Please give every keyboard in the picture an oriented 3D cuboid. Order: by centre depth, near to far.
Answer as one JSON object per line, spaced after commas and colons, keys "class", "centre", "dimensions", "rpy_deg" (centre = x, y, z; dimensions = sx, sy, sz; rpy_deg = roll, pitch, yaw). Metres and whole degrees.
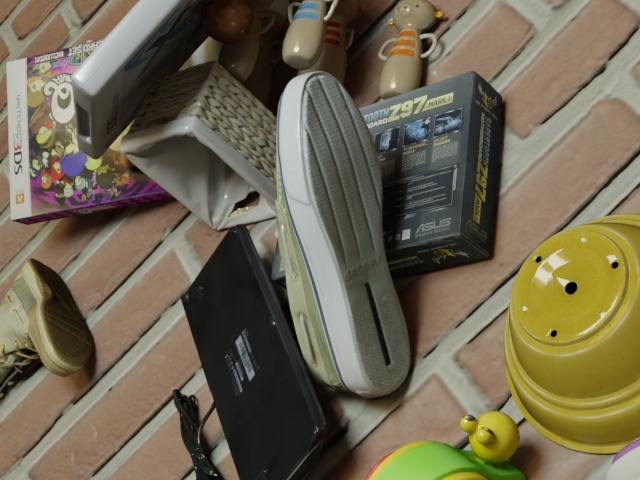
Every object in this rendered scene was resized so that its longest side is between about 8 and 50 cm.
{"class": "keyboard", "centre": [-0.085, 0.147, 1.270], "dimensions": [0.201, 0.033, 0.317], "rpy_deg": [-53, 37, 24]}

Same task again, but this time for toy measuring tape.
{"class": "toy measuring tape", "centre": [0.051, 0.272, 1.025], "dimensions": [0.330, 0.121, 0.121], "rpy_deg": [-55, 41, -1]}

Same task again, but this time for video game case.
{"class": "video game case", "centre": [-0.147, -0.244, 1.379], "dimensions": [0.329, 0.036, 0.300], "rpy_deg": [-51, 2, -12]}
{"class": "video game case", "centre": [-0.280, -0.139, 1.571], "dimensions": [0.232, 0.042, 0.210], "rpy_deg": [-9, 78, 22]}

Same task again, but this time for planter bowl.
{"class": "planter bowl", "centre": [0.221, 0.054, 1.029], "dimensions": [0.217, 0.090, 0.217], "rpy_deg": [-24, 49, 30]}

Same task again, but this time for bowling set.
{"class": "bowling set", "centre": [-0.028, -0.242, 1.376], "dimensions": [0.287, 0.200, 0.154], "rpy_deg": [-2, 62, 34]}

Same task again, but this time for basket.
{"class": "basket", "centre": [-0.115, -0.103, 1.394], "dimensions": [0.113, 0.167, 0.103], "rpy_deg": [-12, 50, 37]}

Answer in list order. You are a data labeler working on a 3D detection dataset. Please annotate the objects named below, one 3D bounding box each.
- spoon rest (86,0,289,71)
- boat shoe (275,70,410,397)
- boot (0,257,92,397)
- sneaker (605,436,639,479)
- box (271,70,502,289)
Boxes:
{"class": "spoon rest", "centre": [-0.161, -0.256, 1.616], "dimensions": [0.276, 0.084, 0.137], "rpy_deg": [-16, 54, 19]}
{"class": "boat shoe", "centre": [0.000, 0.000, 1.168], "dimensions": [0.094, 0.109, 0.302], "rpy_deg": [-7, 95, 42]}
{"class": "boot", "centre": [-0.361, 0.135, 1.529], "dimensions": [0.165, 0.077, 0.213], "rpy_deg": [-47, 37, 8]}
{"class": "sneaker", "centre": [0.349, 0.161, 0.847], "dimensions": [0.305, 0.114, 0.152], "rpy_deg": [-29, 63, 29]}
{"class": "box", "centre": [0.064, -0.051, 1.267], "dimensions": [0.233, 0.059, 0.183], "rpy_deg": [-15, 56, 36]}
